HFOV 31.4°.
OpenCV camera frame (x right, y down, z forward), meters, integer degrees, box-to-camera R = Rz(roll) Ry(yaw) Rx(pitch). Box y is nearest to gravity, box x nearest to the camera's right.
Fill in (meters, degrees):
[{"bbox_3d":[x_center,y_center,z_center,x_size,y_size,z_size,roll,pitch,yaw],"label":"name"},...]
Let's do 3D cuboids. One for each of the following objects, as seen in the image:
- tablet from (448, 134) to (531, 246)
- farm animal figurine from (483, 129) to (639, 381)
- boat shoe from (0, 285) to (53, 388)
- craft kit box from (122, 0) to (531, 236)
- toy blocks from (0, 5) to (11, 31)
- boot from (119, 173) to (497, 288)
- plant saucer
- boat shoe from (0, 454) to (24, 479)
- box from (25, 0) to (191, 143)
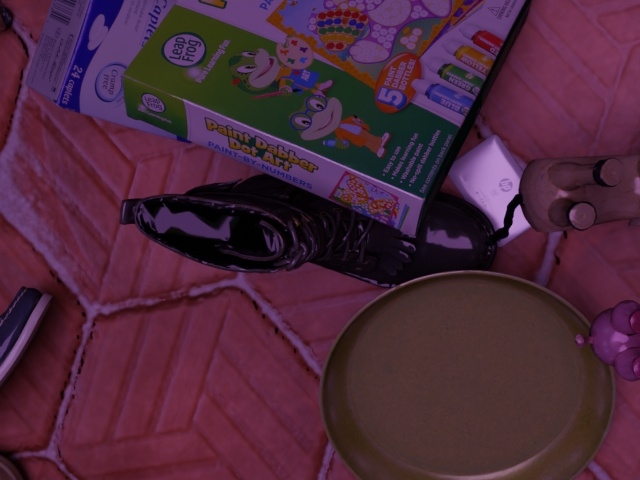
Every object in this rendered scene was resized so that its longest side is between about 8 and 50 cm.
[{"bbox_3d":[0.151,-0.042,0.972,0.054,0.006,0.083,-35,87,13],"label":"tablet"},{"bbox_3d":[0.326,0.007,0.855,0.326,0.172,0.330,-41,99,-5],"label":"farm animal figurine"},{"bbox_3d":[-0.340,0.132,1.060,0.079,0.095,0.254,39,111,-4],"label":"boat shoe"},{"bbox_3d":[0.013,-0.154,0.898,0.246,0.061,0.250,21,58,12],"label":"craft kit box"},{"bbox_3d":[-0.495,-0.245,0.962,0.260,0.309,0.289,-26,89,20],"label":"toy blocks"},{"bbox_3d":[0.000,0.000,0.896,0.262,0.229,0.091,8,96,13],"label":"boot"},{"bbox_3d":[0.119,0.124,0.943,0.240,0.037,0.241,1,116,3],"label":"plant saucer"},{"bbox_3d":[-0.334,0.342,1.074,0.104,0.089,0.285,6,96,13],"label":"boat shoe"},{"bbox_3d":[-0.158,-0.164,0.962,0.072,0.137,0.126,31,104,47],"label":"box"}]
